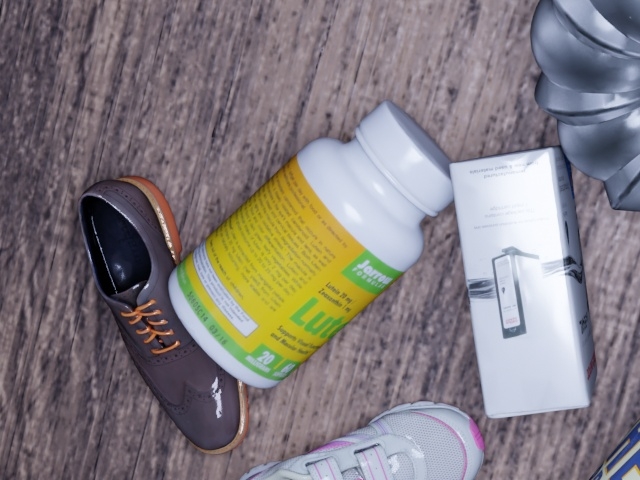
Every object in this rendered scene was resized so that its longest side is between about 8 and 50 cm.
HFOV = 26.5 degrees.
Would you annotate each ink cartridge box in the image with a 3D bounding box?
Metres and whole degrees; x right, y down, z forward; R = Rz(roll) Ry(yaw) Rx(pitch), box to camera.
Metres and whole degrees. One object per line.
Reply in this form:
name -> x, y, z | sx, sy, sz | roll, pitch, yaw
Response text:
ink cartridge box -> 0.169, 0.029, 1.107 | 0.086, 0.148, 0.203 | -8, 93, 15

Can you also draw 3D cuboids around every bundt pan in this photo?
bundt pan -> 0.291, -0.121, 0.981 | 0.331, 0.124, 0.331 | 26, 140, 24

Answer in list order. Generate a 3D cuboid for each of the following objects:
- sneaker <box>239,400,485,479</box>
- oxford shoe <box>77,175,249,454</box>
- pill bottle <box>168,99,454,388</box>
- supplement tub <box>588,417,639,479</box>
sneaker -> 0.024, 0.221, 1.181 | 0.252, 0.111, 0.103 | -26, 87, 16
oxford shoe -> -0.151, 0.073, 1.223 | 0.097, 0.098, 0.271 | -27, 87, 16
pill bottle -> 0.000, 0.000, 1.156 | 0.246, 0.136, 0.136 | -42, 83, 15
supplement tub -> 0.345, 0.194, 1.018 | 0.235, 0.235, 0.325 | 38, 107, 9
